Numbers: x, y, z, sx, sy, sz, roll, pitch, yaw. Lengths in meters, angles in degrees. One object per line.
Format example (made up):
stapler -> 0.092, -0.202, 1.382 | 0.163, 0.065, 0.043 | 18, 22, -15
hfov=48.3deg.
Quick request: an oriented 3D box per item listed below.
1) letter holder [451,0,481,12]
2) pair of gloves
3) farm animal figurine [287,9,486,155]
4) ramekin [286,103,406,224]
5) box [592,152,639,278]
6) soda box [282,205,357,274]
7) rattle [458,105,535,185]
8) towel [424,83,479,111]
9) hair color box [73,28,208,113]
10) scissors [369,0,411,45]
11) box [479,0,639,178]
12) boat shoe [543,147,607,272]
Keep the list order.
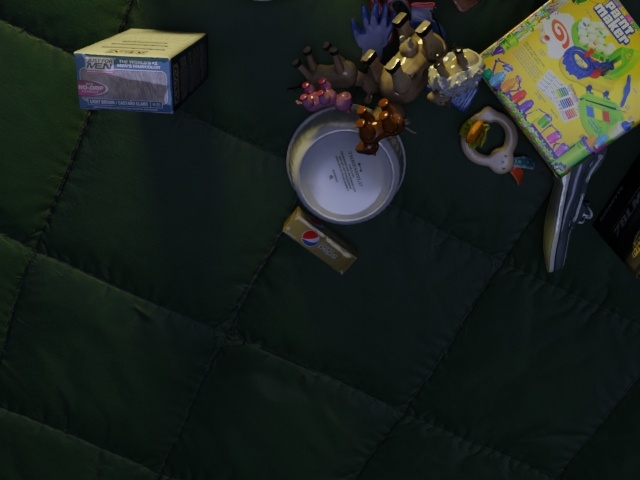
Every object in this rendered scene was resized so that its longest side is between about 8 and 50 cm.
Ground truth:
letter holder -> 0.301, -0.607, 1.314 | 0.214, 0.152, 0.301 | -39, 112, -28
pair of gloves -> 0.163, -0.431, 1.477 | 0.198, 0.023, 0.159 | -3, 149, 2
farm animal figurine -> 0.130, -0.314, 1.445 | 0.327, 0.330, 0.172 | -38, 140, 5
ramekin -> 0.055, -0.159, 1.580 | 0.273, 0.127, 0.272 | 1, 113, 3
box -> 0.718, -0.088, 1.492 | 0.073, 0.293, 0.295 | 24, 112, -9
soda box -> 0.000, 0.000, 1.683 | 0.181, 0.061, 0.058 | 36, 109, -12
rattle -> 0.398, -0.191, 1.550 | 0.130, 0.143, 0.199 | -38, 101, -3
towel -> 0.280, -0.333, 1.550 | 0.120, 0.029, 0.067 | 28, 111, -10
hair color box -> -0.336, -0.340, 1.401 | 0.174, 0.347, 0.105 | 3, 113, 2
scissors -> 0.111, -0.542, 1.479 | 0.109, 0.021, 0.297 | -20, 109, 13
box -> 0.501, -0.323, 1.425 | 0.279, 0.177, 0.290 | -36, 89, 16
boat shoe -> 0.569, -0.074, 1.601 | 0.099, 0.116, 0.319 | 5, 108, 4
